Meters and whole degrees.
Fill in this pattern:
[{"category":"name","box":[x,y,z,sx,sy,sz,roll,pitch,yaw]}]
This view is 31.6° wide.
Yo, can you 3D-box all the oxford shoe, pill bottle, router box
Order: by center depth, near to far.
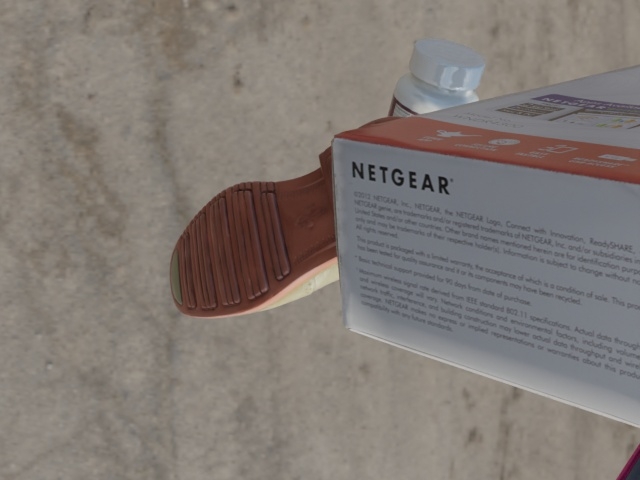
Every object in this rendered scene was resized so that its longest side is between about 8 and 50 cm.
[{"category":"router box","box":[0.224,-0.009,0.411,0.301,0.335,0.082,-17,111,-39]},{"category":"oxford shoe","box":[0.000,0.000,1.176,0.147,0.397,0.140,10,67,-46]},{"category":"pill bottle","box":[0.152,-0.162,1.582,0.121,0.121,0.221,-27,139,-50]}]

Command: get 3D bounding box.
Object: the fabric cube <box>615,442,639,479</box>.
[{"category":"fabric cube","box":[0.434,0.349,1.099,0.258,0.259,0.254,42,80,-31]}]
